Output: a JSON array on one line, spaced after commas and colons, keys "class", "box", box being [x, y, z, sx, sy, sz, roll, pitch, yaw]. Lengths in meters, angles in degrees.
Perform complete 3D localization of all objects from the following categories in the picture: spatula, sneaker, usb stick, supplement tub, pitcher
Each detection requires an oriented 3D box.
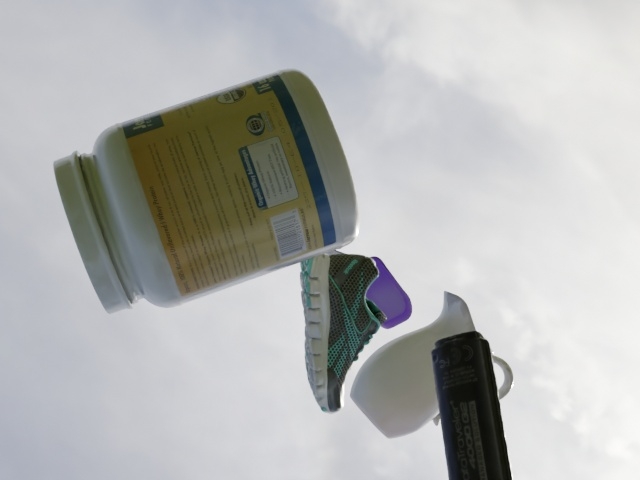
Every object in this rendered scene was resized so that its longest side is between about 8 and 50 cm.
[{"class": "spatula", "box": [0.000, 0.000, 1.330, 0.296, 0.084, 0.030, 41, -126, -12]}, {"class": "sneaker", "box": [0.023, 0.085, 0.975, 0.076, 0.167, 0.065, -5, -153, -7]}, {"class": "usb stick", "box": [0.176, 0.242, 1.210, 0.045, 0.077, 0.278, 24, -127, -53]}, {"class": "supplement tub", "box": [-0.085, -0.035, 0.809, 0.199, 0.144, 0.144, -19, -131, -7]}, {"class": "pitcher", "box": [0.161, 0.202, 1.535, 0.178, 0.207, 0.125, 49, 173, -6]}]
